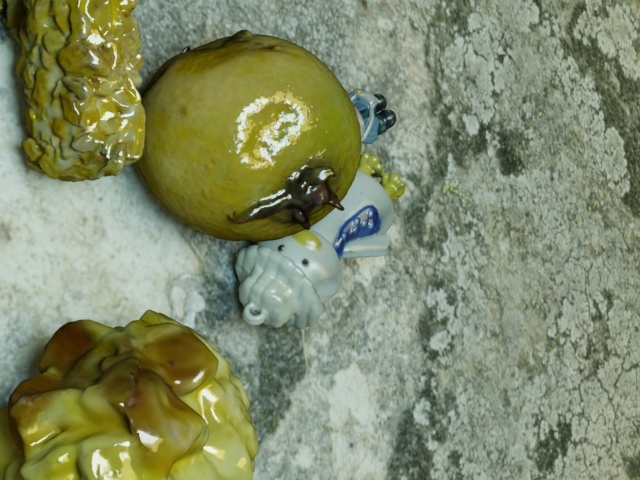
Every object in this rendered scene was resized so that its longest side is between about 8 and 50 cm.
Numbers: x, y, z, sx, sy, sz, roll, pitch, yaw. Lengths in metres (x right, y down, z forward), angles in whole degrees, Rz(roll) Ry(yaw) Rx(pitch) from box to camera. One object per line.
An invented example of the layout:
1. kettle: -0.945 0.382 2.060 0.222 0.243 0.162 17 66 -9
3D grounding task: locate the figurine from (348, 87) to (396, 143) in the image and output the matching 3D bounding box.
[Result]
1. figurine: 0.032 -0.148 1.404 0.149 0.087 0.086 -25 84 -55

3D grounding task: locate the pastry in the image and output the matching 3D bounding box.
1. pastry: -0.244 -0.181 1.107 0.102 0.154 0.250 -12 99 -45

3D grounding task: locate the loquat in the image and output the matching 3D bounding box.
1. loquat: -0.072 -0.101 1.184 0.244 0.244 0.244 7 80 -42

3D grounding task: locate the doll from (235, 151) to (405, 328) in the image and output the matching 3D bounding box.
1. doll: 0.000 0.000 1.322 0.138 0.119 0.293 38 54 8

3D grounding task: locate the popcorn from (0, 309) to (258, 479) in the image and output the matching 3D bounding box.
1. popcorn: -0.167 0.208 1.081 0.332 0.225 0.265 44 36 -38
